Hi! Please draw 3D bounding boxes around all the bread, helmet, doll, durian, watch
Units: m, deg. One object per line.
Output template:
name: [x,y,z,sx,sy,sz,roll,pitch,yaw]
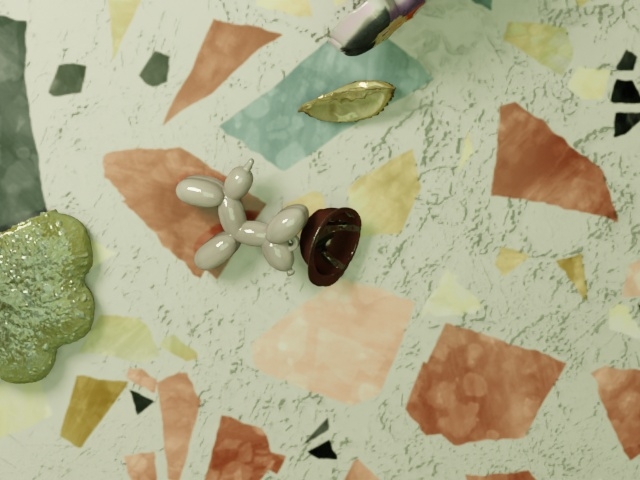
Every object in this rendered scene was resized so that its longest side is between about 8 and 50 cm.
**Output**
bread: [-0.410,0.091,1.963,0.287,0.056,0.207,-27,99,1]
helmet: [0.000,0.000,1.981,0.089,0.057,0.111,19,95,-52]
doll: [-0.094,-0.023,1.952,0.160,0.059,0.161,-12,100,16]
durian: [0.036,-0.175,1.955,0.130,0.066,0.052,-12,100,6]
watch: [0.055,-0.377,1.866,0.244,0.196,0.231,-42,94,6]
